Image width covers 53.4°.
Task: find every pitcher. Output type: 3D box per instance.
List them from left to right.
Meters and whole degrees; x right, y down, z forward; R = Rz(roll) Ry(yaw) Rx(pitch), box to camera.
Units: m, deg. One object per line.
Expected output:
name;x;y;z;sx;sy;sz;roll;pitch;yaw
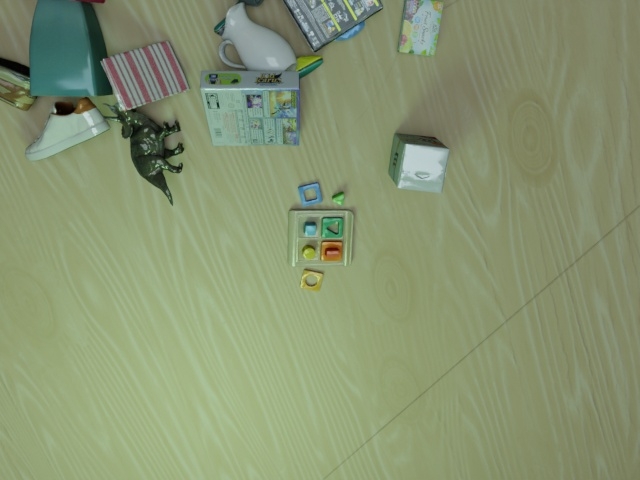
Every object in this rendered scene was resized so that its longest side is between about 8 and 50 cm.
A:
pitcher;-0.172;-0.486;1.665;0.207;0.125;0.178;44;140;4

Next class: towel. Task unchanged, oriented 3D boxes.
towel;-0.460;-0.436;1.684;0.197;0.029;0.144;-26;98;-26

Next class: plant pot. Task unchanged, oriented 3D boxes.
plant pot;-0.645;-0.493;1.639;0.166;0.165;0.234;0;104;-3

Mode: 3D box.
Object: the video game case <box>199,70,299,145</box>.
video game case;-0.177;-0.343;1.678;0.244;0.269;0.061;0;67;-2

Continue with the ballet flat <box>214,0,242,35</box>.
ballet flat;-0.234;-0.589;1.693;0.114;0.041;0.041;-43;106;12

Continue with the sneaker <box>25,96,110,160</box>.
sneaker;-0.697;-0.305;1.705;0.290;0.106;0.123;-17;111;25

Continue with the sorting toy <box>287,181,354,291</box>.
sorting toy;0.000;0.000;1.906;0.196;0.047;0.347;1;110;-3

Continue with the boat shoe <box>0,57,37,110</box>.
boat shoe;-0.902;-0.439;1.663;0.324;0.122;0.119;24;110;-10

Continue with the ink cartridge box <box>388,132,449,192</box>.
ink cartridge box;0.271;-0.218;1.775;0.128;0.176;0.127;5;109;-5

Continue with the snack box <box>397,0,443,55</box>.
snack box;0.269;-0.577;1.720;0.100;0.037;0.141;4;109;-6

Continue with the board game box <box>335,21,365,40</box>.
board game box;0.046;-0.619;1.698;0.133;0.033;0.168;-8;104;4

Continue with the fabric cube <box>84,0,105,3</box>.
fabric cube;-0.635;-0.725;1.502;0.259;0.258;0.254;18;107;-9

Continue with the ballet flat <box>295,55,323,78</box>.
ballet flat;-0.103;-0.450;1.731;0.231;0.077;0.077;-35;91;11

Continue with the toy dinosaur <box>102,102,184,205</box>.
toy dinosaur;-0.470;-0.251;1.773;0.160;0.121;0.313;-8;115;12

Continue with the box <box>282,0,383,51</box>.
box;0.003;-0.659;1.640;0.216;0.060;0.270;-31;102;9

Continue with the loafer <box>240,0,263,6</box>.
loafer;-0.252;-0.704;1.637;0.268;0.084;0.096;33;136;-10
